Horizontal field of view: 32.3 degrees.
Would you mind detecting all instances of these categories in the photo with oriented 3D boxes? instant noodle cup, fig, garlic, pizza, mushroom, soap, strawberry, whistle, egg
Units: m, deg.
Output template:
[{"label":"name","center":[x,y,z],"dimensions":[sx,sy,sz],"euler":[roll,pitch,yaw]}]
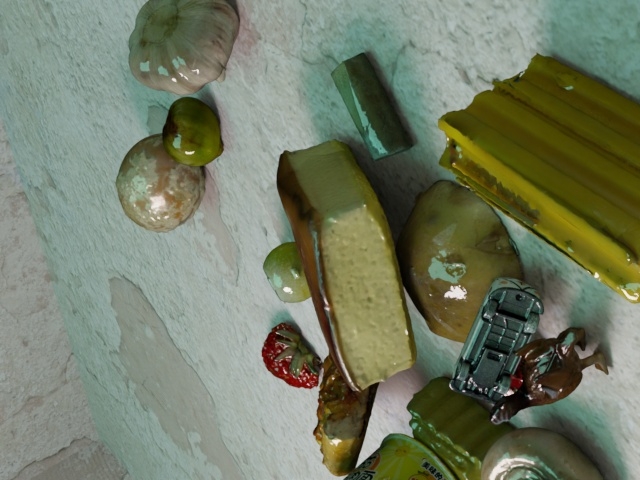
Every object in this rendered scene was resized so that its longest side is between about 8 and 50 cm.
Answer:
[{"label":"instant noodle cup","center":[0.116,0.488,1.893],"dimensions":[0.264,0.200,0.264],"euler":[41,146,35]},{"label":"fig","center":[-0.263,-0.216,2.236],"dimensions":[0.153,0.120,0.136],"euler":[77,-166,-66]},{"label":"garlic","center":[-0.226,-0.349,2.030],"dimensions":[0.218,0.218,0.212],"euler":[39,-177,37]},{"label":"pizza","center":[0.049,0.304,2.066],"dimensions":[0.409,0.114,0.278],"euler":[-82,1,-83]},{"label":"mushroom","center":[0.340,0.406,1.707],"dimensions":[0.206,0.209,0.206],"euler":[15,143,12]},{"label":"soap","center":[0.308,-0.081,1.287],"dimensions":[0.324,0.204,0.096],"euler":[40,150,36]},{"label":"strawberry","center":[-0.079,0.277,2.429],"dimensions":[0.167,0.087,0.208],"euler":[53,154,13]},{"label":"whistle","center":[-0.052,0.059,2.183],"dimensions":[0.123,0.123,0.223],"euler":[62,174,-2]},{"label":"egg","center":[-0.346,-0.127,2.395],"dimensions":[0.195,0.195,0.233],"euler":[38,132,38]}]

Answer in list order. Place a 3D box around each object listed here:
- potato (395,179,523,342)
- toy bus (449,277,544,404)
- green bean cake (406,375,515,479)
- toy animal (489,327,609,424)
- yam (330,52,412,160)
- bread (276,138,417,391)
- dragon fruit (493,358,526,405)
[{"label":"potato","center":[0.204,0.063,1.715],"dimensions":[0.239,0.116,0.299],"euler":[29,141,40]},{"label":"toy bus","center":[0.258,0.139,1.611],"dimensions":[0.087,0.089,0.194],"euler":[18,117,-1]},{"label":"green bean cake","center":[0.240,0.387,1.937],"dimensions":[0.233,0.124,0.236],"euler":[38,146,39]},{"label":"toy animal","center":[0.311,0.186,1.548],"dimensions":[0.089,0.179,0.188],"euler":[53,168,28]},{"label":"yam","center":[0.078,-0.204,1.714],"dimensions":[0.169,0.068,0.068],"euler":[61,153,-3]},{"label":"bread","center":[0.038,0.030,1.807],"dimensions":[0.333,0.143,0.324],"euler":[-113,7,-66]},{"label":"dragon fruit","center":[0.287,0.222,1.748],"dimensions":[0.094,0.094,0.190],"euler":[63,160,-3]}]
